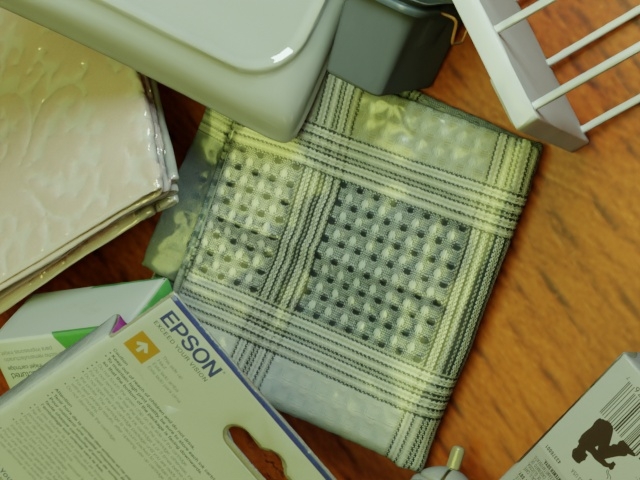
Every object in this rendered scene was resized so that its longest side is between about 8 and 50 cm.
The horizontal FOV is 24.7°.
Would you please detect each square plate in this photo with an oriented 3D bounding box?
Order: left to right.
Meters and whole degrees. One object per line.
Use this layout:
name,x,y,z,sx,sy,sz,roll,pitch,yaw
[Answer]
square plate,-0.091,-0.300,1.195,0.344,0.049,0.347,25,92,-20

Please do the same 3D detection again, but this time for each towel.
towel,-0.282,-0.101,1.370,0.317,0.053,0.332,-29,56,22
towel,0.000,0.000,1.292,0.324,0.056,0.312,24,100,24

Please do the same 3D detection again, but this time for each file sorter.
file sorter,0.187,-0.236,1.132,0.173,0.193,0.278,-28,79,19

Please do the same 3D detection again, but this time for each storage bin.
storage bin,0.070,-0.172,1.224,0.098,0.135,0.091,29,113,22

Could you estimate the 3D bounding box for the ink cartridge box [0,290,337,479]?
ink cartridge box,-0.128,0.228,1.239,0.330,0.071,0.324,-34,103,24

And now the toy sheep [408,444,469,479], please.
toy sheep,0.096,0.236,1.230,0.091,0.091,0.132,25,91,23

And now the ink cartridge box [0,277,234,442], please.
ink cartridge box,-0.180,0.149,1.310,0.153,0.087,0.208,-9,116,25

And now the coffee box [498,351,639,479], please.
coffee box,0.204,0.228,1.114,0.297,0.168,0.119,-51,59,22
